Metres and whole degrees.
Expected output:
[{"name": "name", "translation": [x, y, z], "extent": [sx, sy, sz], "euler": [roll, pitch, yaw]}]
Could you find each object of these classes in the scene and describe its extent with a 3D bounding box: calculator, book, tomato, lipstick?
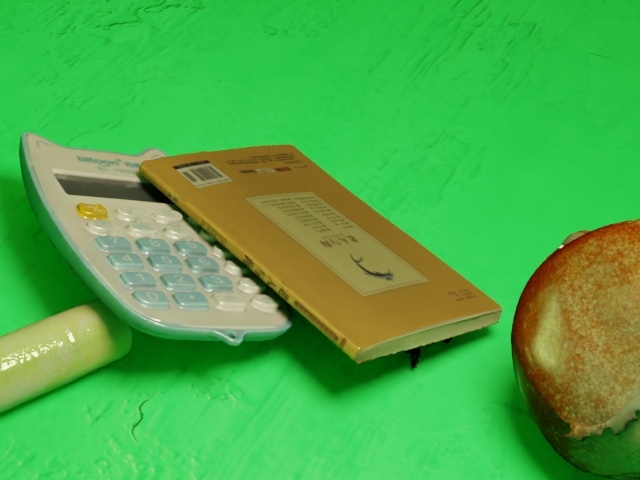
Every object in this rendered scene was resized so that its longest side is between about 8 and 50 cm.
[{"name": "calculator", "translation": [-0.186, 0.003, 1.542], "extent": [0.256, 0.054, 0.386], "euler": [5, 29, -40]}, {"name": "book", "translation": [0.000, 0.000, 1.614], "extent": [0.269, 0.032, 0.389], "euler": [-9, 40, -46]}, {"name": "tomato", "translation": [0.353, 0.126, 1.438], "extent": [0.303, 0.303, 0.239], "euler": [6, 54, -12]}, {"name": "lipstick", "translation": [-0.327, 0.138, 1.364], "extent": [0.304, 0.076, 0.076], "euler": [-22, 51, -39]}]

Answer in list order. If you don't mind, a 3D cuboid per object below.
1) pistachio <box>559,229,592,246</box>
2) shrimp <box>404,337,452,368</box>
[{"name": "pistachio", "translation": [0.345, 0.049, 1.650], "extent": [0.124, 0.124, 0.185], "euler": [-10, 3, -29]}, {"name": "shrimp", "translation": [0.126, 0.090, 1.609], "extent": [0.091, 0.034, 0.161], "euler": [11, 36, -5]}]
